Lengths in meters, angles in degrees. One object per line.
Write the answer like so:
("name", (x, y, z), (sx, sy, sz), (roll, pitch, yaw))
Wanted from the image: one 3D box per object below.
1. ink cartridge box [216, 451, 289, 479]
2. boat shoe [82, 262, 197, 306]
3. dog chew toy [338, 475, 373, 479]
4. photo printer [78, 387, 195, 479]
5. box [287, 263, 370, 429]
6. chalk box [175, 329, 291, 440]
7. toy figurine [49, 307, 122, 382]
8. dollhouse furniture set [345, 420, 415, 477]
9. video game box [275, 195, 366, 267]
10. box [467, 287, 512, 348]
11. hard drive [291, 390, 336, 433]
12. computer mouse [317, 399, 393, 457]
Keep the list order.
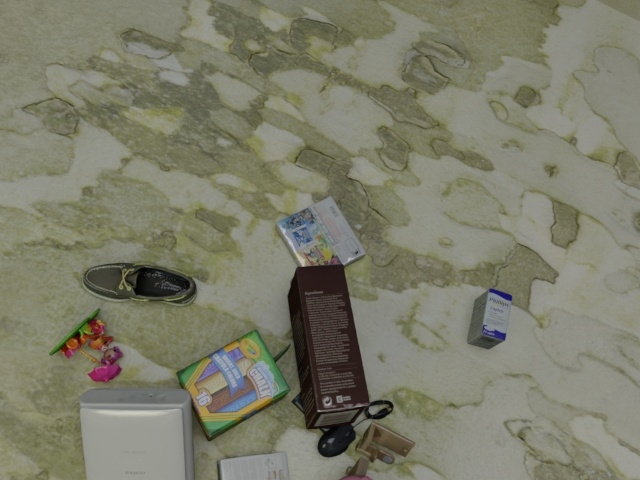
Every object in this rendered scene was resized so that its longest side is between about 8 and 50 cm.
("ink cartridge box", (-0.167, 0.615, 1.734), (0.179, 0.045, 0.146), (2, 68, -28))
("boat shoe", (-0.481, 0.109, 1.828), (0.304, 0.091, 0.109), (8, 69, -6))
("dog chew toy", (0.019, 0.692, 1.605), (0.206, 0.206, 0.332), (38, 89, 6))
("photo printer", (-0.425, 0.500, 1.615), (0.255, 0.107, 0.308), (1, 108, -1))
("box", (0.012, 0.272, 1.775), (0.143, 0.191, 0.382), (-5, 64, -13))
("chalk box", (-0.193, 0.354, 1.740), (0.288, 0.180, 0.179), (-26, 76, -16))
("toy figurine", (-0.570, 0.284, 1.758), (0.159, 0.130, 0.173), (45, 44, -6))
("dollhouse furniture set", (0.143, 0.578, 1.733), (0.123, 0.144, 0.151), (27, 32, 0))
("video game box", (0.000, 0.000, 1.974), (0.187, 0.048, 0.205), (-26, 76, -19))
("box", (0.474, 0.221, 1.928), (0.072, 0.126, 0.137), (16, 69, -2))
("hard drive", (0.003, 0.439, 1.825), (0.135, 0.022, 0.094), (43, 69, 7))
("computer mouse", (0.097, 0.489, 1.800), (0.242, 0.041, 0.071), (-29, 94, -22))
